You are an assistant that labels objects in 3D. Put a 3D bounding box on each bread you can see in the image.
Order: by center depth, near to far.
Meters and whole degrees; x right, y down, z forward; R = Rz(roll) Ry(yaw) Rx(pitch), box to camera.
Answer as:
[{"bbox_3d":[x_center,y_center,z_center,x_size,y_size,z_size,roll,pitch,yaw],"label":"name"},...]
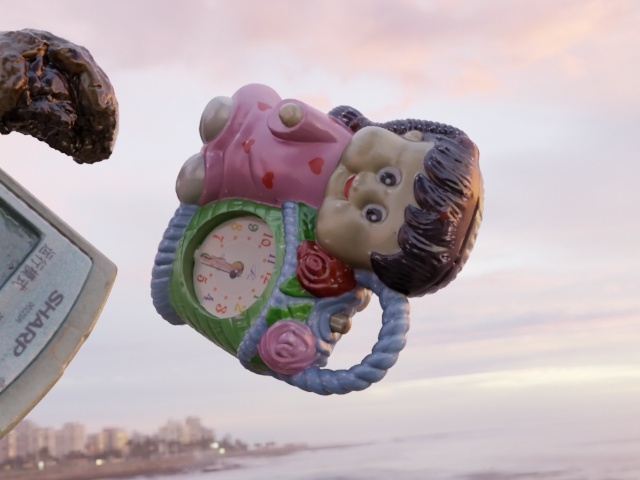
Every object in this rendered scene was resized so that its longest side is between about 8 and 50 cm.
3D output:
[{"bbox_3d":[-0.182,-0.100,0.629,0.113,0.082,0.060,8,-19,-45],"label":"bread"}]

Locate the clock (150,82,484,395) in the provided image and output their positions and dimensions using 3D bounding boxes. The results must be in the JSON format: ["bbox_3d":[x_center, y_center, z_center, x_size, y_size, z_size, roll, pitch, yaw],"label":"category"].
[{"bbox_3d":[0.000,0.000,0.632,0.195,0.194,0.100,16,-6,30],"label":"clock"}]

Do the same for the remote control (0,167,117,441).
[{"bbox_3d":[-0.177,-0.028,0.318,0.233,0.098,0.038,43,-51,-15],"label":"remote control"}]
